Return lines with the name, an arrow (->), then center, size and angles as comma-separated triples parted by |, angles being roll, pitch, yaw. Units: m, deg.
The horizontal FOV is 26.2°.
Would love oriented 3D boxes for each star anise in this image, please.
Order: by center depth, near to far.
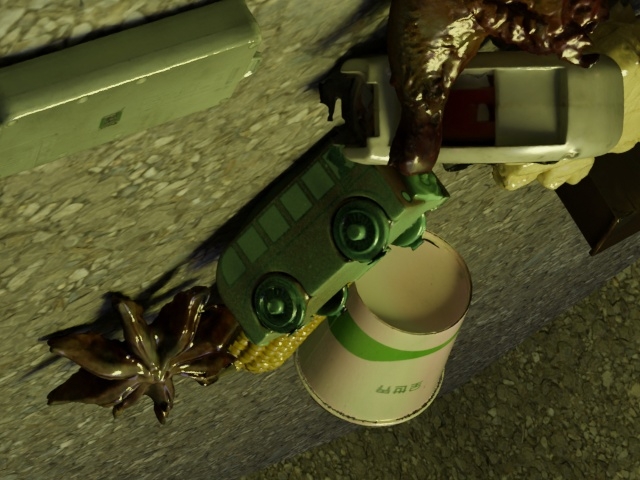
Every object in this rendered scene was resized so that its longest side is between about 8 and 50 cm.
star anise -> -0.221, 0.150, 1.770 | 0.288, 0.088, 0.288 | -15, 138, -14

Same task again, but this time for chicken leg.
chicken leg -> 0.156, -0.203, 1.268 | 0.323, 0.177, 0.083 | -34, -168, 17

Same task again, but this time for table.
table -> 0.430, -0.117, 2.004 | 0.169, 0.193, 0.172 | -28, 165, -10

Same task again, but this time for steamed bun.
steamed bun -> 0.322, -0.192, 1.673 | 0.292, 0.137, 0.295 | -24, 157, -7

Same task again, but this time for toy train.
toy train -> 0.000, 0.000, 1.647 | 0.326, 0.159, 0.129 | -44, 163, 31

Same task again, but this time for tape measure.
tape measure -> 0.175, -0.134, 1.434 | 0.265, 0.130, 0.258 | 4, -174, 34

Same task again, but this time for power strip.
power strip -> -0.169, -0.122, 1.124 | 0.270, 0.046, 0.118 | -23, 166, -29

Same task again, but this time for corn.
corn -> -0.046, 0.072, 1.852 | 0.130, 0.130, 0.347 | -15, 156, -46

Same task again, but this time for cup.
cup -> 0.105, 0.125, 2.127 | 0.253, 0.253, 0.274 | -23, 158, -25

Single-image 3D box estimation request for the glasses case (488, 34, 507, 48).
glasses case -> 0.211, -0.281, 1.322 | 0.193, 0.070, 0.102 | -34, 137, 24
